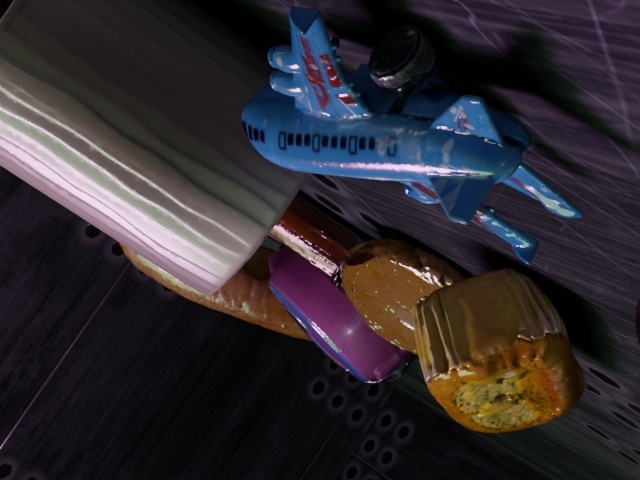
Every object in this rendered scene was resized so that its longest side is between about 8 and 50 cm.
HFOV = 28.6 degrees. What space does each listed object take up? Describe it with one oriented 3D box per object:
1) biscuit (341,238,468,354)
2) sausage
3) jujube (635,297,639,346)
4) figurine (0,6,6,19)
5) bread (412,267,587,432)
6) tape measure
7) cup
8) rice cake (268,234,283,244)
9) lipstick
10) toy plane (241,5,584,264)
[{"bbox_3d":[0.120,0.076,1.516,0.226,0.042,0.226,28,152,17],"label":"biscuit"},{"bbox_3d":[-0.082,0.073,1.976,0.501,0.123,0.136,22,-144,-15],"label":"sausage"},{"bbox_3d":[0.265,0.084,0.655,0.168,0.168,0.236,40,177,-41],"label":"jujube"},{"bbox_3d":[-0.455,-0.287,1.475,0.265,0.197,0.175,-155,47,-69],"label":"figurine"},{"bbox_3d":[0.189,0.121,1.314,0.288,0.152,0.119,51,-160,-66],"label":"bread"},{"bbox_3d":[0.035,0.085,1.803,0.231,0.149,0.245,51,173,-33],"label":"tape measure"},{"bbox_3d":[-0.155,-0.107,1.078,0.273,0.208,0.288,34,172,-9],"label":"cup"},{"bbox_3d":[-0.089,-0.043,1.904,0.127,0.043,0.237,30,171,44],"label":"rice cake"},{"bbox_3d":[0.000,0.000,1.649,0.418,0.077,0.077,35,173,5],"label":"lipstick"},{"bbox_3d":[0.038,-0.075,0.808,0.254,0.105,0.271,41,172,-39],"label":"toy plane"}]
